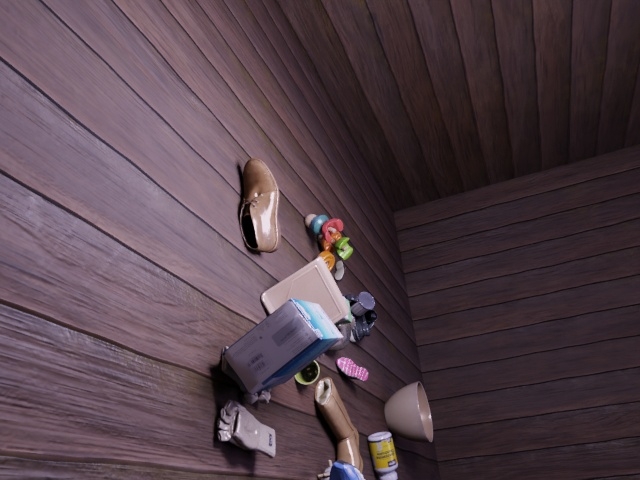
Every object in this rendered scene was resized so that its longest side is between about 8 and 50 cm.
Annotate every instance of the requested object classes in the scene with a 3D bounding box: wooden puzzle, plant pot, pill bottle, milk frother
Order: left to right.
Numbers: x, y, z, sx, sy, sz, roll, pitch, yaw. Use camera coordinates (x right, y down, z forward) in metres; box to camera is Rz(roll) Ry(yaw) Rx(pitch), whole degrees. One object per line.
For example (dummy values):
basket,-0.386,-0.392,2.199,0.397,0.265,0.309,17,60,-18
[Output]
wooden puzzle,-0.047,0.199,1.633,0.221,0.239,0.044,63,-19,-18
plant pot,-0.038,0.428,1.678,0.079,0.083,0.083,65,16,-66
milk frother,0.153,0.314,2.251,0.129,0.135,0.143,9,54,-30
pill bottle,0.265,0.903,2.162,0.103,0.103,0.184,16,60,-70
plant pot,0.424,0.855,2.555,0.284,0.191,0.284,-14,90,-73

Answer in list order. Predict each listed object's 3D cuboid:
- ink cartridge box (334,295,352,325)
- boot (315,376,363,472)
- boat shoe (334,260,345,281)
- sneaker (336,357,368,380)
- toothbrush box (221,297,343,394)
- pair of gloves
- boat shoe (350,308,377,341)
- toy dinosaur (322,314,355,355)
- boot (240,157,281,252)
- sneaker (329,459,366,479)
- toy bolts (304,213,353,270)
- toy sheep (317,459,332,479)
ink cartridge box,0.002,0.239,1.814,0.212,0.154,0.093,42,37,-60
boot,0.055,0.646,1.769,0.236,0.089,0.269,-94,163,-64
boat shoe,0.093,0.145,2.361,0.042,0.049,0.133,57,19,-26
sneaker,0.113,0.523,2.095,0.170,0.075,0.063,34,57,-32
toothbrush box,-0.083,0.266,1.322,0.126,0.216,0.295,52,3,14
pair of gloves,-0.185,0.399,1.278,0.204,0.042,0.240,47,26,-46
boat shoe,0.210,0.366,2.431,0.340,0.113,0.127,-38,111,-72
toy dinosaur,0.073,0.347,2.014,0.160,0.121,0.313,53,20,-20
boot,-0.197,-0.114,1.595,0.115,0.112,0.305,5,73,-61
sneaker,0.051,0.801,1.474,0.147,0.130,0.329,11,79,-52
toy bolts,0.000,0.000,2.140,0.218,0.158,0.228,-43,139,-25
toy sheep,0.038,0.754,1.614,0.091,0.091,0.132,41,38,-61
